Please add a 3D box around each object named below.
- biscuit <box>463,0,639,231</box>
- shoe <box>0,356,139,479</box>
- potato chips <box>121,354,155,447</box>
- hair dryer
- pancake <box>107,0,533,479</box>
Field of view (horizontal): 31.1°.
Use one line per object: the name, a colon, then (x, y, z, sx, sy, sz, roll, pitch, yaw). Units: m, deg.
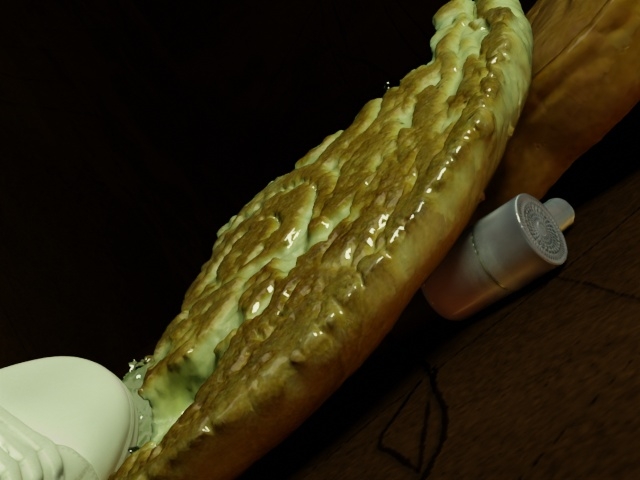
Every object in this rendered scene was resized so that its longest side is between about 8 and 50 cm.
biscuit: (0.174, -0.136, 0.724, 0.381, 0.074, 0.359, -52, 3, 45)
shoe: (-0.210, 0.137, 0.579, 0.363, 0.131, 0.160, -43, -14, -48)
potato chips: (-0.050, 0.075, 0.823, 0.167, 0.059, 0.228, -20, 13, 44)
hair dryer: (0.099, -0.001, 0.565, 0.063, 0.037, 0.114, -35, -5, 35)
pancake: (0.004, 0.004, 0.572, 0.376, 0.054, 0.197, -50, 24, -20)
